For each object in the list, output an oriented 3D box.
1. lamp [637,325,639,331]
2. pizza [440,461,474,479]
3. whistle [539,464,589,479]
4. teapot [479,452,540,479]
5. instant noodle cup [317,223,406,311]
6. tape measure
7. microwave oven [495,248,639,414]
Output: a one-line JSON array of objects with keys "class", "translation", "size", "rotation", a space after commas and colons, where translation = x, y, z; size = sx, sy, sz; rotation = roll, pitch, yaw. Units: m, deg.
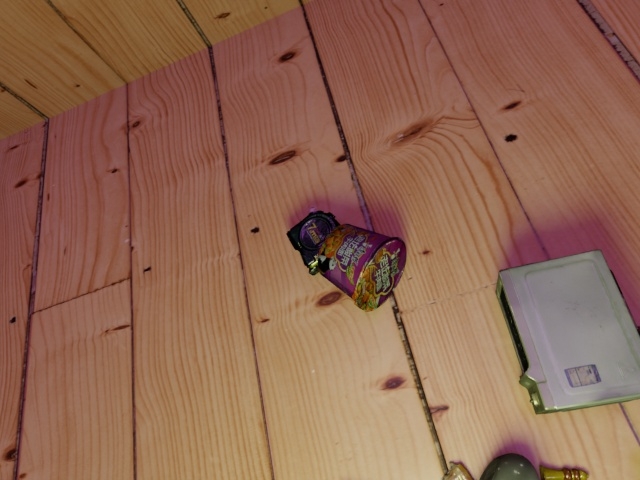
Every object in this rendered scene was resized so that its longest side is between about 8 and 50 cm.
[{"class": "lamp", "translation": [0.841, 0.259, 1.186], "size": [0.083, 0.031, 0.063], "rotation": [-28, 62, 0]}, {"class": "pizza", "translation": [0.322, 0.689, 1.161], "size": [0.195, 0.052, 0.185], "rotation": [-22, 59, 9]}, {"class": "whistle", "translation": [0.607, 0.594, 1.111], "size": [0.109, 0.046, 0.057], "rotation": [1, 53, 13]}, {"class": "teapot", "translation": [0.507, 0.641, 1.061], "size": [0.251, 0.183, 0.183], "rotation": [33, 80, 15]}, {"class": "instant noodle cup", "translation": [0.122, 0.070, 1.409], "size": [0.190, 0.251, 0.251], "rotation": [27, 78, 36]}, {"class": "tape measure", "translation": [0.000, 0.000, 1.547], "size": [0.186, 0.112, 0.199], "rotation": [-37, 66, 9]}, {"class": "microwave oven", "translation": [0.635, 0.244, 1.157], "size": [0.286, 0.218, 0.355], "rotation": [-15, 63, 11]}]
